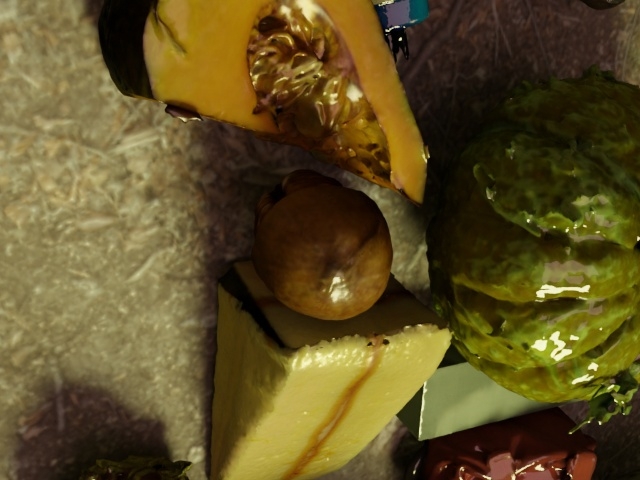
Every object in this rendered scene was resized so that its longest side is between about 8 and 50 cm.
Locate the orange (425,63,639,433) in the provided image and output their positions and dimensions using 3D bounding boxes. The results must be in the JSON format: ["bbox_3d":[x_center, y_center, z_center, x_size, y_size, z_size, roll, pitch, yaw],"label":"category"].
[{"bbox_3d":[0.216,-0.004,0.747,0.300,0.223,0.301,-37,123,-35],"label":"orange"}]

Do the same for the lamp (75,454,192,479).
[{"bbox_3d":[-0.164,0.267,0.730,0.156,0.135,0.157,39,119,-4],"label":"lamp"}]

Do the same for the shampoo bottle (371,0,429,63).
[{"bbox_3d":[0.039,-0.232,0.663,0.087,0.050,0.183,-9,117,7],"label":"shampoo bottle"}]

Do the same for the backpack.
[{"bbox_3d":[0.206,0.289,0.911,0.229,0.139,0.229,-9,113,-22],"label":"backpack"}]

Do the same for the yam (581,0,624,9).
[{"bbox_3d":[0.167,-0.302,0.696,0.317,0.067,0.071,27,97,-33],"label":"yam"}]

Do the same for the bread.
[{"bbox_3d":[0.001,0.161,0.745,0.168,0.163,0.264,-5,113,-25],"label":"bread"}]

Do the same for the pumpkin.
[{"bbox_3d":[-0.048,-0.113,0.623,0.190,0.139,0.280,-32,118,-16],"label":"pumpkin"}]

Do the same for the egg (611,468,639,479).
[{"bbox_3d":[0.425,0.459,0.955,0.428,0.345,0.345,-28,123,-40],"label":"egg"}]

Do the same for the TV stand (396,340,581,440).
[{"bbox_3d":[0.204,0.133,0.883,0.270,0.083,0.088,-7,115,-25],"label":"TV stand"}]

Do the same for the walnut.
[{"bbox_3d":[0.000,0.000,0.640,0.116,0.207,0.115,0,100,-1],"label":"walnut"}]
